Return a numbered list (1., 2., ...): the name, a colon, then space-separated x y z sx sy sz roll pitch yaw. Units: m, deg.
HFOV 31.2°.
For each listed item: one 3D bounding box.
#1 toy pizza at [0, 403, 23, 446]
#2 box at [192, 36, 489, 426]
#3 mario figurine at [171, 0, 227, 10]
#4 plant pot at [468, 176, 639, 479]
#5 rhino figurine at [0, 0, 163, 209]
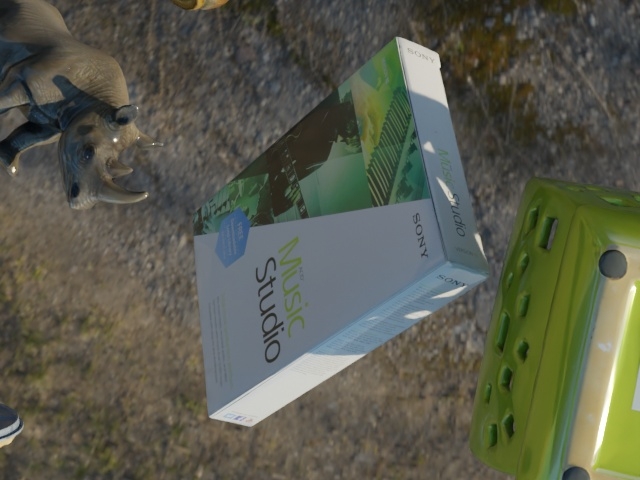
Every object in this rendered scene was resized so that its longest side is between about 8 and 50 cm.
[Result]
1. toy pizza: -0.361 0.165 0.992 0.201 0.201 0.032 5 93 5
2. box: 0.000 0.000 1.034 0.058 0.232 0.322 19 139 -37
3. mario figurine: 0.045 -0.241 0.561 0.170 0.320 0.198 53 159 -25
4. plant pot: 0.238 0.084 0.783 0.228 0.207 0.227 12 94 2
5. rhino figurine: -0.194 -0.102 0.801 0.106 0.243 0.073 -41 151 -13
